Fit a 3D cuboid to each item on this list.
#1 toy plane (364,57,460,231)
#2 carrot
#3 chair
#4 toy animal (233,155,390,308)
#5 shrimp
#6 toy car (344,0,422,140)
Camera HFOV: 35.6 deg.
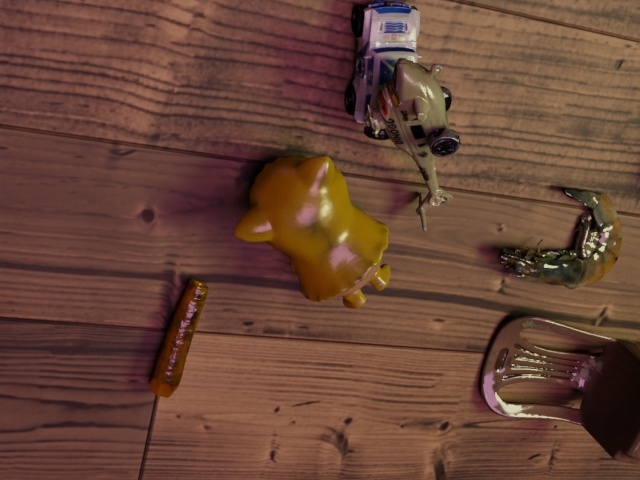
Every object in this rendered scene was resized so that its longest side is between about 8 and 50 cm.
[{"bbox_3d":[0.123,-0.118,1.237,0.108,0.092,0.286,-14,144,11],"label":"toy plane"},{"bbox_3d":[-0.186,0.129,1.324,0.042,0.042,0.171,15,105,-25],"label":"carrot"},{"bbox_3d":[0.428,0.228,1.502,0.326,0.183,0.176,7,110,-23],"label":"chair"},{"bbox_3d":[0.004,-0.004,1.274,0.156,0.156,0.230,-43,123,3],"label":"toy animal"},{"bbox_3d":[0.355,-0.004,1.451,0.217,0.051,0.150,1,110,-28],"label":"shrimp"},{"bbox_3d":[0.080,-0.211,1.245,0.080,0.070,0.171,-3,113,-19],"label":"toy car"}]
